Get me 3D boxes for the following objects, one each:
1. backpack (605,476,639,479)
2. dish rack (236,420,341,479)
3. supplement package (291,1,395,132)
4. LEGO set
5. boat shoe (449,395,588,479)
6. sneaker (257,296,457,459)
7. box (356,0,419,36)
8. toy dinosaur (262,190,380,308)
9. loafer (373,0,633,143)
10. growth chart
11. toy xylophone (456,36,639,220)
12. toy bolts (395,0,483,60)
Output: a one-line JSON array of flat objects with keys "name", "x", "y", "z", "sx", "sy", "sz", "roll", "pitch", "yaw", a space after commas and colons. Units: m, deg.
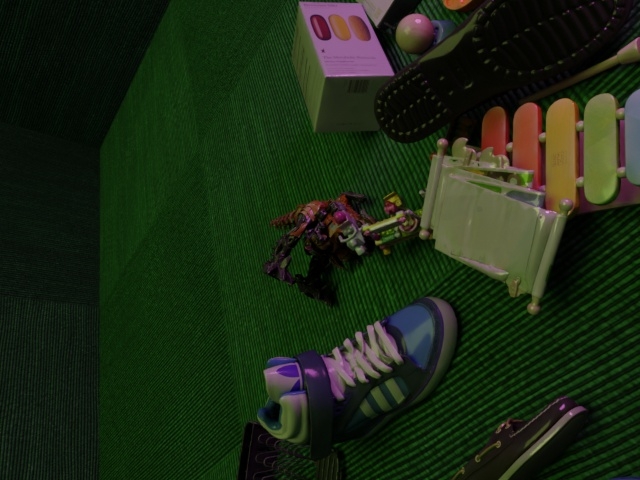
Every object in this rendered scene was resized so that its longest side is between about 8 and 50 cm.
[{"name": "backpack", "x": 0.310, "y": 0.344, "z": 0.496, "sx": 0.276, "sy": 0.213, "sz": 0.263, "roll": -2, "pitch": 67, "yaw": 58}, {"name": "dish rack", "x": -0.064, "y": 0.466, "z": 1.093, "sx": 0.271, "sy": 0.074, "sz": 0.208, "roll": -7, "pitch": 73, "yaw": 54}, {"name": "supplement package", "x": 0.035, "y": -0.344, "z": 1.142, "sx": 0.134, "sy": 0.139, "sz": 0.244, "roll": 104, "pitch": 156, "yaw": -50}, {"name": "LEGO set", "x": 0.143, "y": -0.077, "z": 0.909, "sx": 0.287, "sy": 0.107, "sz": 0.132, "roll": -43, "pitch": 62, "yaw": 16}, {"name": "boat shoe", "x": 0.236, "y": 0.266, "z": 0.723, "sx": 0.228, "sy": 0.081, "sz": 0.069, "roll": -60, "pitch": 41, "yaw": 26}, {"name": "sneaker", "x": 0.037, "y": 0.203, "z": 0.893, "sx": 0.323, "sy": 0.236, "sz": 0.130, "roll": -55, "pitch": 39, "yaw": 28}, {"name": "box", "x": 0.178, "y": -0.596, "z": 1.134, "sx": 0.322, "sy": 0.058, "sz": 0.232, "roll": -54, "pitch": 40, "yaw": 31}, {"name": "toy dinosaur", "x": 0.000, "y": 0.000, "z": 1.143, "sx": 0.218, "sy": 0.164, "sz": 0.322, "roll": -64, "pitch": 15, "yaw": -7}, {"name": "loafer", "x": 0.244, "y": -0.271, "z": 0.832, "sx": 0.366, "sy": 0.130, "sz": 0.134, "roll": -23, "pitch": 101, "yaw": 29}, {"name": "growth chart", "x": 0.218, "y": -0.033, "z": 0.767, "sx": 0.237, "sy": 0.021, "sz": 0.172, "roll": 38, "pitch": 121, "yaw": 46}, {"name": "toy xylophone", "x": 0.314, "y": -0.124, "z": 0.748, "sx": 0.322, "sy": 0.081, "sz": 0.236, "roll": -24, "pitch": 59, "yaw": 50}, {"name": "toy bolts", "x": 0.206, "y": -0.382, "z": 0.924, "sx": 0.229, "sy": 0.158, "sz": 0.218, "roll": -63, "pitch": 36, "yaw": 18}]
